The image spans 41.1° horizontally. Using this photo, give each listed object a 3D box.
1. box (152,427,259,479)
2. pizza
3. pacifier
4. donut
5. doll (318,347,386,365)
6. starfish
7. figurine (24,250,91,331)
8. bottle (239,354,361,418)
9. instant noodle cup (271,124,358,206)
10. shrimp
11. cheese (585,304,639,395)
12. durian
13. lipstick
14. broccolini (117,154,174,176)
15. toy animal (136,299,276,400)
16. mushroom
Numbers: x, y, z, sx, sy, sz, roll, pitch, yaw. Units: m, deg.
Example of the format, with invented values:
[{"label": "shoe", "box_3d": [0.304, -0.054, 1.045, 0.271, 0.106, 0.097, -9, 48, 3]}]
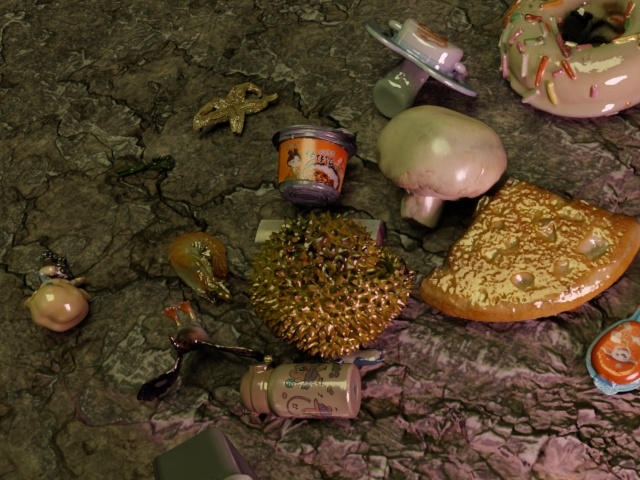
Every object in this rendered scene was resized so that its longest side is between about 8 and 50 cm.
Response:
[{"label": "box", "box_3d": [-0.164, 0.421, 1.371, 0.163, 0.243, 0.135, -30, 41, -2]}, {"label": "pizza", "box_3d": [0.366, 0.021, 1.537, 0.409, 0.114, 0.278, -21, 55, 2]}, {"label": "pacifier", "box_3d": [0.196, -0.350, 1.825, 0.279, 0.227, 0.207, 37, 107, 14]}, {"label": "donut", "box_3d": [0.553, -0.423, 1.757, 0.382, 0.142, 0.382, -9, 55, 12]}, {"label": "doll", "box_3d": [0.057, 0.213, 1.557, 0.125, 0.027, 0.037, -7, 48, 13]}, {"label": "starfish", "box_3d": [-0.199, -0.307, 1.967, 0.210, 0.053, 0.150, -12, 59, 7]}, {"label": "figurine", "box_3d": [-0.545, 0.101, 1.780, 0.108, 0.114, 0.196, -39, 40, 19]}, {"label": "bottle", "box_3d": [-0.039, 0.258, 1.509, 0.209, 0.097, 0.110, -2, 90, 15]}, {"label": "instant noodle cup", "box_3d": [-0.020, -0.144, 1.742, 0.177, 0.208, 0.125, 15, 72, -21]}, {"label": "shrimp", "box_3d": [-0.234, 0.051, 1.744, 0.115, 0.051, 0.217, -37, 52, -11]}, {"label": "cheese", "box_3d": [0.537, 0.154, 1.443, 0.106, 0.037, 0.256, 30, 71, 29]}, {"label": "durian", "box_3d": [0.018, 0.077, 1.526, 0.293, 0.258, 0.258, 22, 63, -3]}, {"label": "lipstick", "box_3d": [0.000, 0.000, 1.685, 0.253, 0.077, 0.079, 2, 57, 18]}, {"label": "broccolini", "box_3d": [-0.399, -0.164, 1.955, 0.140, 0.030, 0.035, -15, 90, 12]}, {"label": "toy animal", "box_3d": [-0.254, 0.190, 1.580, 0.272, 0.197, 0.160, -26, 51, 5]}, {"label": "mushroom", "box_3d": [0.224, -0.132, 1.641, 0.254, 0.234, 0.260, 14, 17, 7]}]
